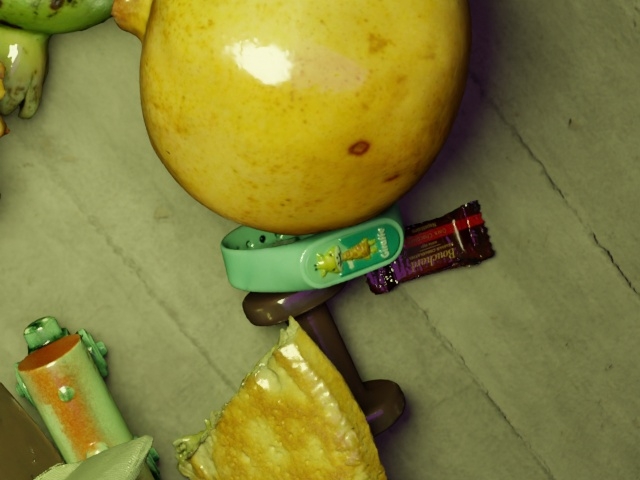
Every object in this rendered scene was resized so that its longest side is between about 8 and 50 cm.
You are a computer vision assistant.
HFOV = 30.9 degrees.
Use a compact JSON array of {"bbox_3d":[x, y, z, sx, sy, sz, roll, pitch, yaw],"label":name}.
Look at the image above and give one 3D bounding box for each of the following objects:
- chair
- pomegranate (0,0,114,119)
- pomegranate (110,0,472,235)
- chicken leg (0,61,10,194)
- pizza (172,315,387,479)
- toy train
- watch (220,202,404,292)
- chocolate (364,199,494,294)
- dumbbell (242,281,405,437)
[{"bbox_3d":[-0.341,0.252,1.235,0.186,0.319,0.160,49,45,-1],"label":"chair"},{"bbox_3d":[-0.337,-0.301,1.264,0.242,0.242,0.306,39,103,-15],"label":"pomegranate"},{"bbox_3d":[-0.031,-0.217,1.251,0.416,0.416,0.417,-2,97,-14],"label":"pomegranate"},{"bbox_3d":[-0.462,-0.140,1.163,0.409,0.295,0.182,36,42,-48],"label":"chicken leg"},{"bbox_3d":[-0.066,0.235,1.397,0.287,0.075,0.280,-11,102,33],"label":"pizza"},{"bbox_3d":[-0.267,0.227,1.354,0.116,0.177,0.286,-26,104,-11],"label":"toy train"},{"bbox_3d":[0.000,0.000,1.387,0.237,0.195,0.068,-21,108,-22],"label":"watch"},{"bbox_3d":[0.136,0.010,1.506,0.182,0.028,0.086,-19,93,-12],"label":"chocolate"},{"bbox_3d":[0.005,0.140,1.438,0.140,0.124,0.225,-28,102,-10],"label":"dumbbell"}]
